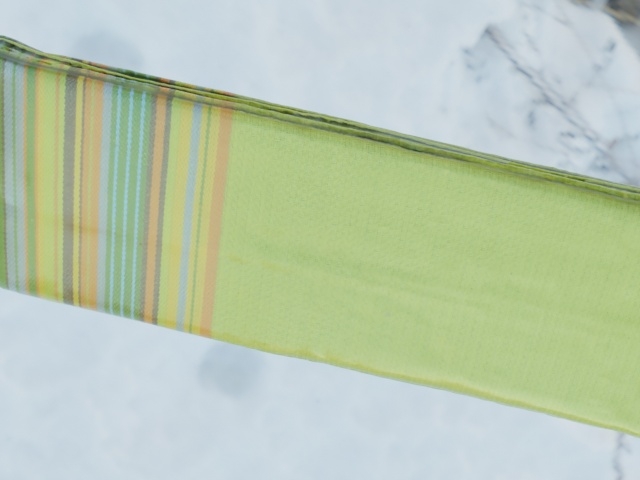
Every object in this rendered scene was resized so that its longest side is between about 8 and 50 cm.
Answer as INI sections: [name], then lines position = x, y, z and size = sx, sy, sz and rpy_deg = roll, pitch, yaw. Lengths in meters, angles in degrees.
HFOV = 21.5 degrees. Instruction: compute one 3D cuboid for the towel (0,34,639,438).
[towel]
position = 0.000, 0.000, 0.529
size = 0.237, 0.021, 0.102
rpy_deg = 13, 135, 4
